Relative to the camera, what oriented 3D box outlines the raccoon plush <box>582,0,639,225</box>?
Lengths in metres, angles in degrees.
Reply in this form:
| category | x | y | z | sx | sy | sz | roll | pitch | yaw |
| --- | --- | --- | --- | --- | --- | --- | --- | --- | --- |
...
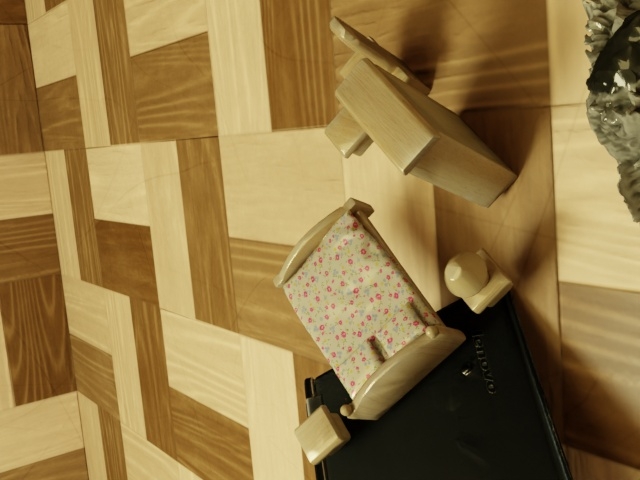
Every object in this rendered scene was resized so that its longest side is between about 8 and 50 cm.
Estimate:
| category | x | y | z | sx | sy | sz | roll | pitch | yaw |
| --- | --- | --- | --- | --- | --- | --- | --- | --- | --- |
| raccoon plush | 0.364 | -0.060 | 0.438 | 0.299 | 0.216 | 0.446 | -21 | 110 | 42 |

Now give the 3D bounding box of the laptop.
| category | x | y | z | sx | sy | sz | roll | pitch | yaw |
| --- | --- | --- | --- | --- | --- | --- | --- | --- | --- |
| laptop | 0.123 | 0.325 | 0.852 | 0.408 | 0.236 | 0.382 | 79 | -178 | -52 |

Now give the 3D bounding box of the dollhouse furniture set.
| category | x | y | z | sx | sy | sz | roll | pitch | yaw |
| --- | --- | --- | --- | --- | --- | --- | --- | --- | --- |
| dollhouse furniture set | 0.000 | 0.000 | 0.801 | 0.355 | 0.173 | 0.303 | -48 | 55 | 20 |
